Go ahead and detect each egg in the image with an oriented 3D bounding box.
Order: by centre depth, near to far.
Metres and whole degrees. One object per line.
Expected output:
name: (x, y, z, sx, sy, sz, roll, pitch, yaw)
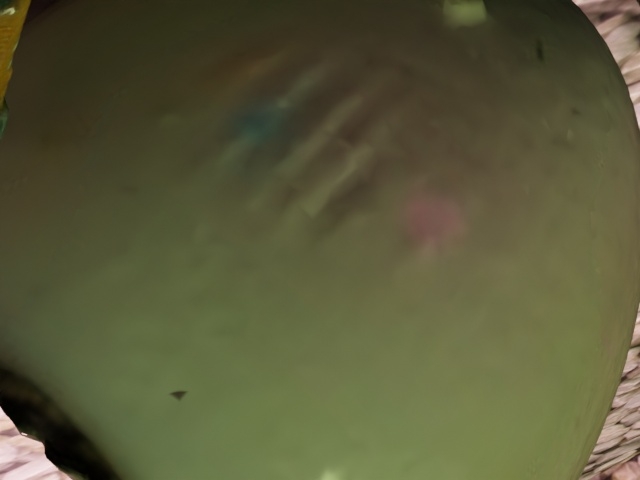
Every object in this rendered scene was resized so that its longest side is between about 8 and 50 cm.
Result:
egg: (0.000, 0.000, 0.819, 0.340, 0.354, 0.354, -46, 162, -11)

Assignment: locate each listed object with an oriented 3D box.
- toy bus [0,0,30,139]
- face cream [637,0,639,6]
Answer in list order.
toy bus: (-0.247, -0.098, 0.575, 0.275, 0.138, 0.167, -13, 155, -28)
face cream: (0.210, -0.191, 0.701, 0.179, 0.218, 0.218, -25, 159, 3)
